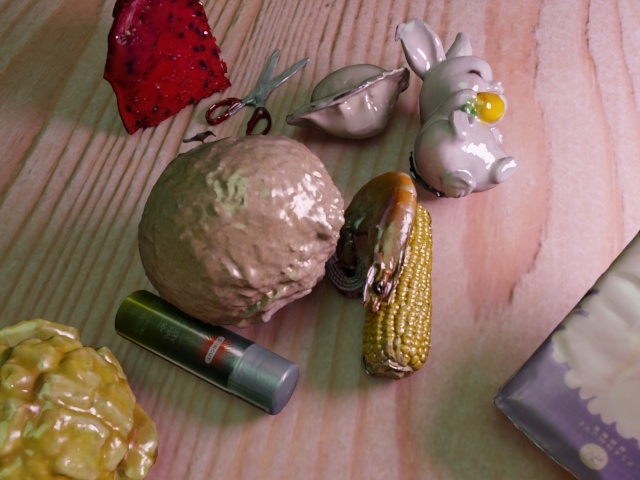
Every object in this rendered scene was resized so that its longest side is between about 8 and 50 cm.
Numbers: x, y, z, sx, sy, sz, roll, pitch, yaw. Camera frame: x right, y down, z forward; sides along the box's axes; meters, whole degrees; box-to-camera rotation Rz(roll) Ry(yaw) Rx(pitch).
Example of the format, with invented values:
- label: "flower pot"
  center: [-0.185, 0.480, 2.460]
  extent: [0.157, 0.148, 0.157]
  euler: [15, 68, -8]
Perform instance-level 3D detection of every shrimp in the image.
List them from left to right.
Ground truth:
- label: "shrimp"
  center: [0.077, -0.004, 0.761]
  extent: [0.150, 0.068, 0.248]
  euler: [-30, 36, 35]

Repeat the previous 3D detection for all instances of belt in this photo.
- label: "belt"
  center: [0.000, 0.000, 0.862]
  extent: [0.071, 0.053, 0.232]
  euler: [-32, 61, -8]

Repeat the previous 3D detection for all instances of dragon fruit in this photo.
- label: "dragon fruit"
  center: [-0.284, -0.415, 1.023]
  extent: [0.240, 0.330, 0.302]
  euler: [6, 57, -14]

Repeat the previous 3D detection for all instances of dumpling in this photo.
- label: "dumpling"
  center: [0.057, -0.253, 0.939]
  extent: [0.247, 0.172, 0.142]
  euler: [-22, 90, -2]

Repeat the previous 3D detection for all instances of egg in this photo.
- label: "egg"
  center: [-0.119, -0.014, 0.749]
  extent: [0.310, 0.279, 0.279]
  euler: [-28, 55, 27]

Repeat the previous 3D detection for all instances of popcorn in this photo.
- label: "popcorn"
  center: [-0.367, 0.257, 0.654]
  extent: [0.282, 0.247, 0.282]
  euler: [-12, 43, 12]

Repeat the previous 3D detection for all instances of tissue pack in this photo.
- label: "tissue pack"
  center: [0.407, 0.143, 0.606]
  extent: [0.242, 0.125, 0.343]
  euler: [42, 102, 27]

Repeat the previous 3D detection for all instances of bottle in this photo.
- label: "bottle"
  center: [-0.171, 0.162, 0.773]
  extent: [0.286, 0.082, 0.082]
  euler: [21, 65, 18]

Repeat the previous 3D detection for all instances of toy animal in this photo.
- label: "toy animal"
  center: [0.224, -0.218, 0.875]
  extent: [0.208, 0.154, 0.325]
  euler: [-1, 63, -36]

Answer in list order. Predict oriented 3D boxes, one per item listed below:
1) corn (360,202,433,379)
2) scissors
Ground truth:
- label: "corn"
  center: [0.122, 0.066, 0.786]
  extent: [0.106, 0.106, 0.293]
  euler: [6, 57, 11]
- label: "scissors"
  center: [-0.120, -0.313, 1.080]
  extent: [0.144, 0.017, 0.247]
  euler: [24, 65, 19]
